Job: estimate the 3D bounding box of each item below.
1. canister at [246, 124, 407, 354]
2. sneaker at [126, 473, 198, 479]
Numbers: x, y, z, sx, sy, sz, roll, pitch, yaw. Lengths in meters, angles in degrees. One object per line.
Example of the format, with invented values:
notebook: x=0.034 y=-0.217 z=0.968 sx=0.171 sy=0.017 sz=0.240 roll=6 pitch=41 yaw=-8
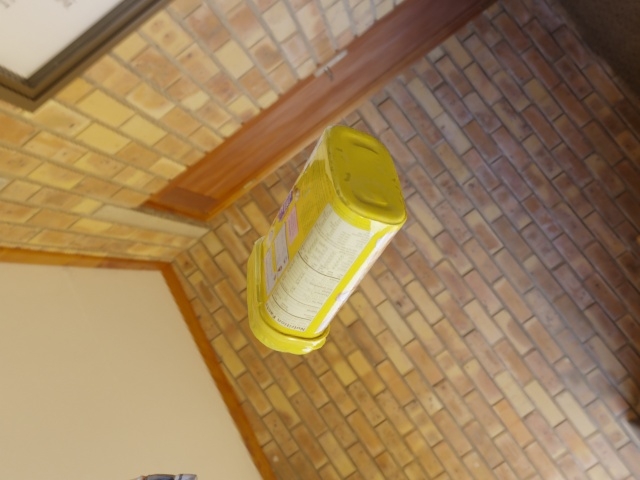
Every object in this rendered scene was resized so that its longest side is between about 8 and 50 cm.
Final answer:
canister: x=0.000 y=0.000 z=0.557 sx=0.073 sy=0.170 sz=0.126 roll=15 pitch=-139 yaw=-21
sneaker: x=-0.222 y=0.431 z=0.746 sx=0.321 sy=0.127 sz=0.126 roll=-94 pitch=8 yaw=-51
